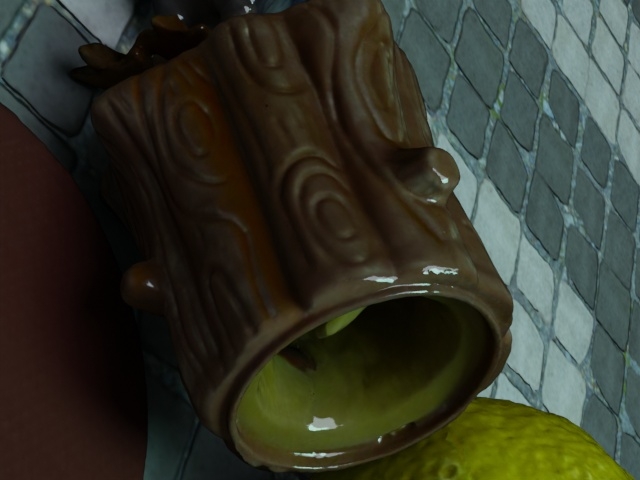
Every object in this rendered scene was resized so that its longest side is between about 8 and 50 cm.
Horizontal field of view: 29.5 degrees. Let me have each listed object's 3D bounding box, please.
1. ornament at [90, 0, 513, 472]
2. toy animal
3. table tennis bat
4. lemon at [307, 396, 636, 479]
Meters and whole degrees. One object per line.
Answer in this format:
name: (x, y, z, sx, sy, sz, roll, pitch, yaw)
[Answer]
ornament: (0.000, 0.000, 0.716, 0.235, 0.221, 0.218, 22, 33, -40)
toy animal: (-0.083, -0.183, 0.811, 0.298, 0.122, 0.185, 29, 56, -47)
table tennis bat: (-0.203, -0.003, 0.632, 0.268, 0.051, 0.415, -28, 99, -62)
lemon: (0.096, 0.235, 0.767, 0.293, 0.293, 0.293, 23, 60, -48)
